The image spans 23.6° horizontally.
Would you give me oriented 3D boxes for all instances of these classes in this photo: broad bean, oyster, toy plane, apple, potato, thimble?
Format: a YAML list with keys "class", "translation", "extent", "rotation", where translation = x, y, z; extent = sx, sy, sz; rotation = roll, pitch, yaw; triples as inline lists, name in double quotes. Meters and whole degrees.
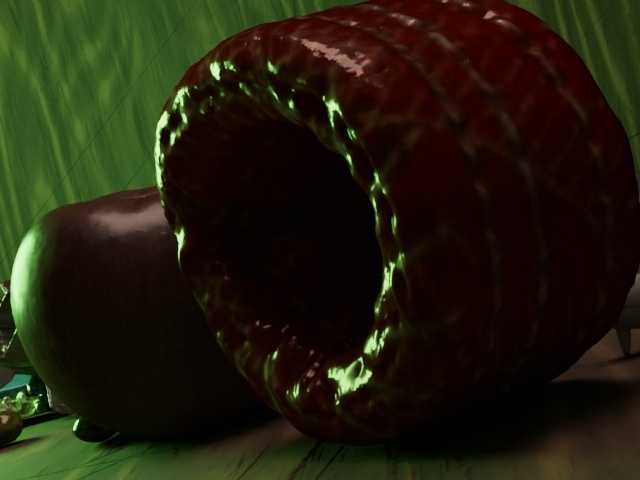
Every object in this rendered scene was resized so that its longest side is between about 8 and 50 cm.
- class: "broad bean"
  translation: [-0.224, 0.178, 1.593]
  extent: [0.069, 0.039, 0.227]
  rotation: [-9, 1, -8]
- class: "oyster"
  translation: [-0.407, 0.200, 1.834]
  extent: [0.200, 0.061, 0.106]
  rotation: [-15, 4, -9]
- class: "toy plane"
  translation: [0.298, 0.047, 1.244]
  extent: [0.171, 0.065, 0.162]
  rotation: [-17, 4, -5]
- class: "apple"
  translation: [-0.145, 0.063, 1.462]
  extent: [0.306, 0.235, 0.306]
  rotation: [-11, 5, 1]
- class: "toy plane"
  translation: [-0.273, 0.137, 1.828]
  extent: [0.326, 0.223, 0.104]
  rotation: [15, -59, -41]
- class: "potato"
  translation: [-0.364, 0.208, 1.674]
  extent: [0.083, 0.040, 0.051]
  rotation: [-17, 9, -22]
- class: "thimble"
  translation: [0.054, -0.018, 1.156]
  extent: [0.231, 0.350, 0.350]
  rotation: [-20, 6, -34]

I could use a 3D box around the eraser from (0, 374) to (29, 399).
- class: "eraser"
  translation: [-0.486, 0.224, 1.948]
  extent: [0.312, 0.042, 0.144]
  rotation: [-15, 4, -4]
